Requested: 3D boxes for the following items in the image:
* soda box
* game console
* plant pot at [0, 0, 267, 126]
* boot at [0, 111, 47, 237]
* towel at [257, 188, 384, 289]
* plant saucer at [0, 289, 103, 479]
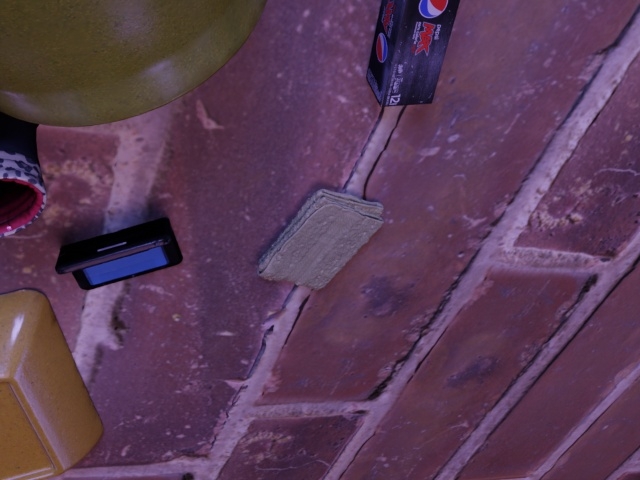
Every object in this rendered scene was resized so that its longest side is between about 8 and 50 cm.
[{"bbox_3d":[0.091,-0.211,0.787,0.060,0.053,0.168,-7,137,-17],"label":"soda box"},{"bbox_3d":[-0.215,0.026,0.901,0.122,0.107,0.071,-17,110,-6],"label":"game console"},{"bbox_3d":[-0.176,-0.255,0.445,0.367,0.366,0.353,-21,151,-1],"label":"plant pot"},{"bbox_3d":[-0.335,-0.070,0.661,0.237,0.178,0.085,-13,138,-11],"label":"boot"},{"bbox_3d":[0.000,0.000,0.994,0.110,0.027,0.148,16,125,-36],"label":"towel"},{"bbox_3d":[-0.457,0.226,1.001,0.333,0.081,0.332,-14,138,-10],"label":"plant saucer"}]
